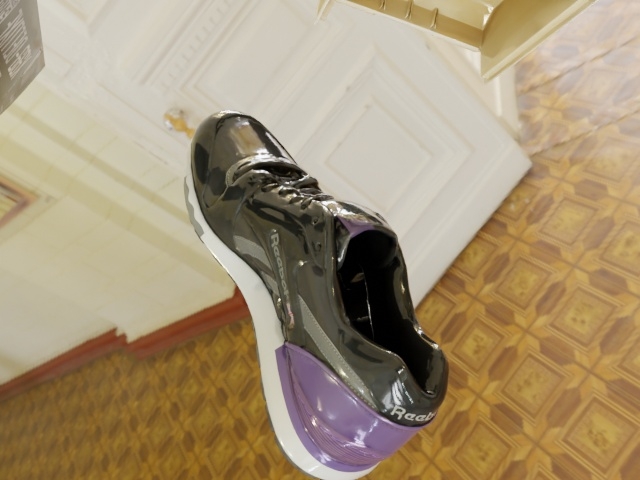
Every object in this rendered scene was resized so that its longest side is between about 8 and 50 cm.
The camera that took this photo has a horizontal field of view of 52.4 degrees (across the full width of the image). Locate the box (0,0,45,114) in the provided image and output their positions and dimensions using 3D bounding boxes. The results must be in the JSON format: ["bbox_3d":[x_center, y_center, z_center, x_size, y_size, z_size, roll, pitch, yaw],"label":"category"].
[{"bbox_3d":[-0.324,-0.220,0.403,0.076,0.307,0.242,-53,17,-14],"label":"box"}]

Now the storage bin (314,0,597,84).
[{"bbox_3d":[0.154,-0.326,0.801,0.260,0.262,0.123,147,136,-69],"label":"storage bin"}]

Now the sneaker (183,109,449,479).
[{"bbox_3d":[0.000,0.000,0.432,0.124,0.107,0.283,-53,54,43],"label":"sneaker"}]
